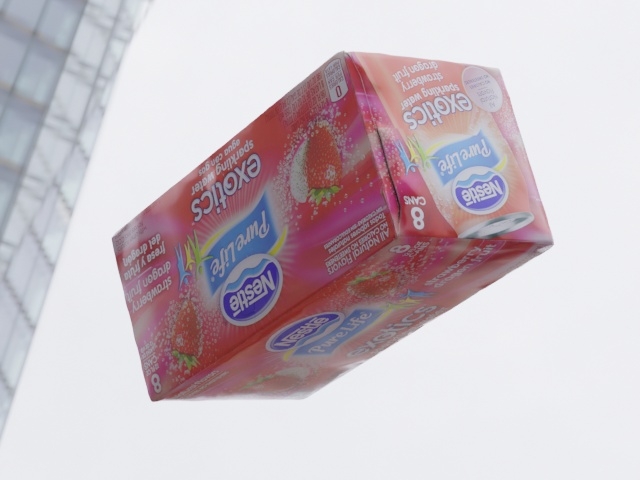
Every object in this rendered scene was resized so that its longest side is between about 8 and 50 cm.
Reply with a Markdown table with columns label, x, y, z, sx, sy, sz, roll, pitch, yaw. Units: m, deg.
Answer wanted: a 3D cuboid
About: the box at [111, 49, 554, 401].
| label | x | y | z | sx | sy | sz | roll | pitch | yaw |
| --- | --- | --- | --- | --- | --- | --- | --- | --- | --- |
| box | 0.000 | 0.000 | 1.149 | 0.128 | 0.122 | 0.257 | 3 | -26 | -40 |
